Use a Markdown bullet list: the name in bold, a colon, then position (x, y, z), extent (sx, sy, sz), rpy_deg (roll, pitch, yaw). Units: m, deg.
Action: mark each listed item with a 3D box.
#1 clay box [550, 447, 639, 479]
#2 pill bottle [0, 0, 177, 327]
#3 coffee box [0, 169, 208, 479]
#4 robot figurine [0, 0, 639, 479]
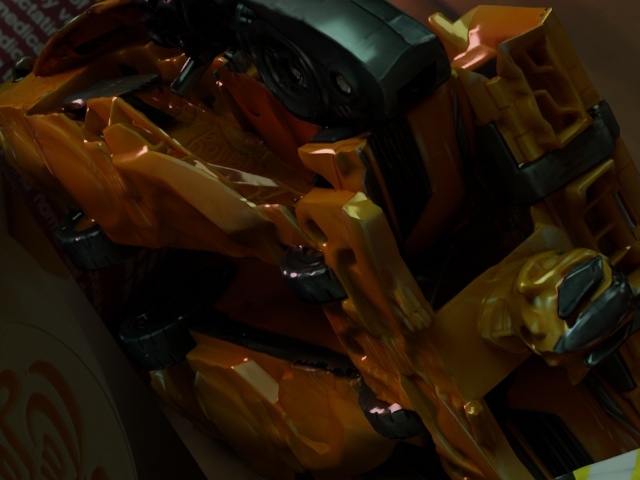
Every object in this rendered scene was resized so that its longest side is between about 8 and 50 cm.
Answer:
- **clay box**: position (0.057, 0.108, 0.329), extent (0.222, 0.127, 0.053), rpy_deg (-22, 29, 19)
- **pill bottle**: position (-0.159, -0.049, 0.713), extent (0.224, 0.224, 0.392), rpy_deg (-1, 38, 44)
- **coffee box**: position (-0.110, 0.072, 0.427), extent (0.098, 0.246, 0.141), rpy_deg (-16, 31, 25)
- **robot figurine**: position (0.000, 0.000, 0.500), extent (0.085, 0.211, 0.291), rpy_deg (-39, 21, -22)
